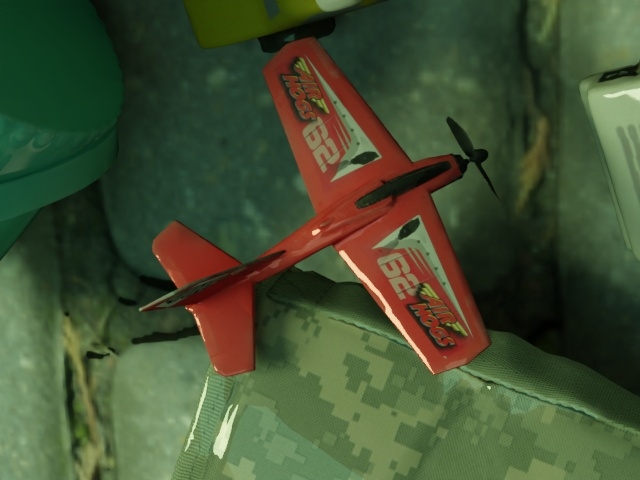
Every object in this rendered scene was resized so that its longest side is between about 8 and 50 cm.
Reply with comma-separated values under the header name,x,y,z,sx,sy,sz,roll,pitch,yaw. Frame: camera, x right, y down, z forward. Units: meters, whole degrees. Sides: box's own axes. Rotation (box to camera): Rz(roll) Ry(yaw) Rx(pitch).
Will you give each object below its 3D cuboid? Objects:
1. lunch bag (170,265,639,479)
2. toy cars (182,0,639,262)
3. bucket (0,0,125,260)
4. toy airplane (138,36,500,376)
name,x,y,z,sx,sy,sz,roll,pitch,yaw
lunch bag,0.051,0.156,0.793,0.235,0.169,0.287,22,120,11
toy cars,0.102,-0.085,0.729,0.394,0.087,0.176,26,116,8
bucket,-0.226,-0.069,0.751,0.281,0.281,0.183,46,109,-2
toy airplane,0.000,0.000,0.715,0.151,0.028,0.151,0,70,0
